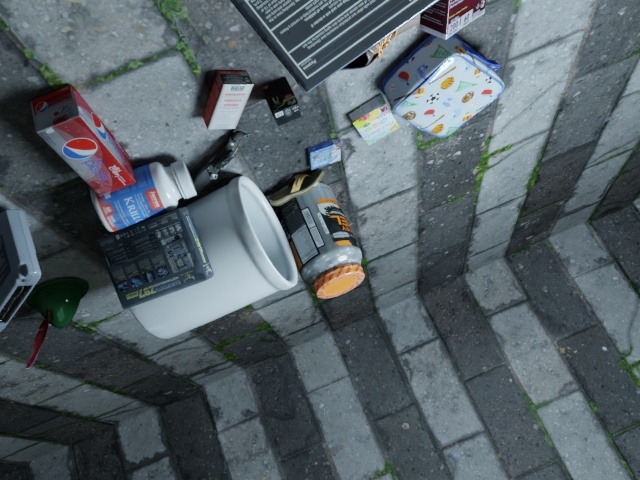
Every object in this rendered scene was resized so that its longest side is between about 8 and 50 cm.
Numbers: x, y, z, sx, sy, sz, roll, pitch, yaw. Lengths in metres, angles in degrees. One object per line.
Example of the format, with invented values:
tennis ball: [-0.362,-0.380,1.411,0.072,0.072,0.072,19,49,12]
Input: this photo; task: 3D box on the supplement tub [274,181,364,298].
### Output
supplement tub: [0.000,0.000,1.788,0.194,0.315,0.193,-20,156,-9]

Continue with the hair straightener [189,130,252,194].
hair straightener: [-0.246,-0.182,1.471,0.230,0.089,0.047,-36,137,27]

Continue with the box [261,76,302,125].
box: [-0.087,-0.312,1.356,0.062,0.083,0.052,-22,154,-2]

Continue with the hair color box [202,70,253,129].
hair color box: [-0.204,-0.304,1.317,0.072,0.043,0.141,-8,152,-32]

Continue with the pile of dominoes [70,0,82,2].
pile of dominoes: [-0.346,-0.462,0.875,0.196,0.040,0.251,-5,150,-35]

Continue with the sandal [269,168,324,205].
sandal: [-0.071,-0.158,1.720,0.180,0.072,0.049,-26,118,6]

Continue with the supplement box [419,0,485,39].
supplement box: [0.257,-0.521,1.135,0.130,0.073,0.239,-39,146,-23]

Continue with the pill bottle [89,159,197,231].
pill bottle: [-0.413,-0.113,1.424,0.222,0.124,0.124,-21,156,-6]

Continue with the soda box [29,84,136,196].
soda box: [-0.479,-0.197,1.242,0.092,0.083,0.263,-22,156,-2]

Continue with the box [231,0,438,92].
box: [0.001,-0.448,0.928,0.296,0.182,0.294,-31,128,17]

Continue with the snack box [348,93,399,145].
snack box: [0.144,-0.318,1.606,0.100,0.037,0.141,-28,156,12]

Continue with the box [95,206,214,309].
box: [-0.396,0.043,1.445,0.233,0.183,0.059,-20,-176,11]

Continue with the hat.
hat: [-0.753,0.237,1.759,0.173,0.183,0.208,3,144,-46]

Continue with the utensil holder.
utensil holder: [-0.306,0.050,1.623,0.386,0.327,0.327,-24,156,9]

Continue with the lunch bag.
lunch bag: [0.318,-0.391,1.527,0.304,0.114,0.243,8,138,-48]

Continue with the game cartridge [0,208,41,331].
game cartridge: [-0.742,0.068,1.406,0.062,0.198,0.297,5,144,-46]

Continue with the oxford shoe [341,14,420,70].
oxford shoe: [0.112,-0.425,1.244,0.364,0.132,0.130,-23,155,-1]

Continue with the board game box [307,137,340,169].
board game box: [0.011,-0.239,1.671,0.090,0.020,0.090,-21,157,-7]
